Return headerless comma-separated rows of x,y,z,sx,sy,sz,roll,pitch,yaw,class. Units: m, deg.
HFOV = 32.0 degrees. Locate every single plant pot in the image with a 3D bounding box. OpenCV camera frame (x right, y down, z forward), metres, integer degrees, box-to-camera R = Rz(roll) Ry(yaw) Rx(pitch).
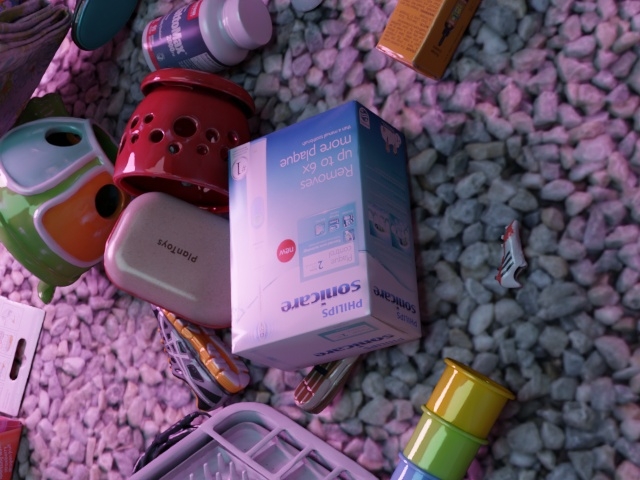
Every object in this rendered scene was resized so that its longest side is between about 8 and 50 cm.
-0.186,-0.144,1.591,0.191,0.191,0.174,4,77,36,plant pot

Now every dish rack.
-0.113,0.361,1.390,0.285,0.333,0.072,28,135,36,dish rack

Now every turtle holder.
-0.407,-0.081,1.737,0.227,0.243,0.320,-37,20,7,turtle holder

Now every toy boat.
-0.183,0.037,1.582,0.231,0.151,0.151,24,79,7,toy boat

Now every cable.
-0.198,0.340,1.587,0.184,0.047,0.150,-37,66,21,cable

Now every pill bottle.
-0.167,-0.305,1.663,0.180,0.108,0.108,-15,72,32,pill bottle

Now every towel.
-0.546,-0.205,1.755,0.090,0.320,0.374,37,112,-3,towel

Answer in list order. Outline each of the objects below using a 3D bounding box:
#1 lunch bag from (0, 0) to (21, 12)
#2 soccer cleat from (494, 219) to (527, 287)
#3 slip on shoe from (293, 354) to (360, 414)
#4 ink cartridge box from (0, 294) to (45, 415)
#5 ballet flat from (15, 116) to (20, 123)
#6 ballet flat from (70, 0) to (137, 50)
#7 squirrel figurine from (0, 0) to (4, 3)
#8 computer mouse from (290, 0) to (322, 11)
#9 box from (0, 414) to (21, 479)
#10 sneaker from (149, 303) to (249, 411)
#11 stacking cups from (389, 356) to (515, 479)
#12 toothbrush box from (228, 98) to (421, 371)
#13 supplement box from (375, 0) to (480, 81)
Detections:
-0.611,-0.423,2.023,0.129,0.096,0.151,-22,54,32,lunch bag
0.236,0.017,1.351,0.035,0.029,0.083,12,90,28,soccer cleat
0.021,0.171,1.465,0.135,0.041,0.051,-52,38,-7,slip on shoe
-0.577,0.181,1.900,0.232,0.066,0.189,14,88,16,ink cartridge box
-0.625,-0.189,1.992,0.206,0.067,0.073,-34,61,26,ballet flat
-0.332,-0.439,1.829,0.096,0.095,0.280,31,88,46,ballet flat
-0.527,-0.603,1.919,0.397,0.281,0.370,0,49,1,squirrel figurine
-0.022,-0.430,1.625,0.106,0.042,0.193,-8,75,33,computer mouse
-0.655,0.339,1.850,0.300,0.142,0.154,9,84,37,box
-0.191,0.153,1.596,0.083,0.084,0.215,-52,56,21,sneaker
0.109,0.294,1.317,0.096,0.096,0.316,32,93,36,stacking cups
0.000,0.000,1.444,0.216,0.126,0.295,-17,64,32,toothbrush box
0.164,-0.332,1.448,0.080,0.078,0.233,29,97,36,supplement box
